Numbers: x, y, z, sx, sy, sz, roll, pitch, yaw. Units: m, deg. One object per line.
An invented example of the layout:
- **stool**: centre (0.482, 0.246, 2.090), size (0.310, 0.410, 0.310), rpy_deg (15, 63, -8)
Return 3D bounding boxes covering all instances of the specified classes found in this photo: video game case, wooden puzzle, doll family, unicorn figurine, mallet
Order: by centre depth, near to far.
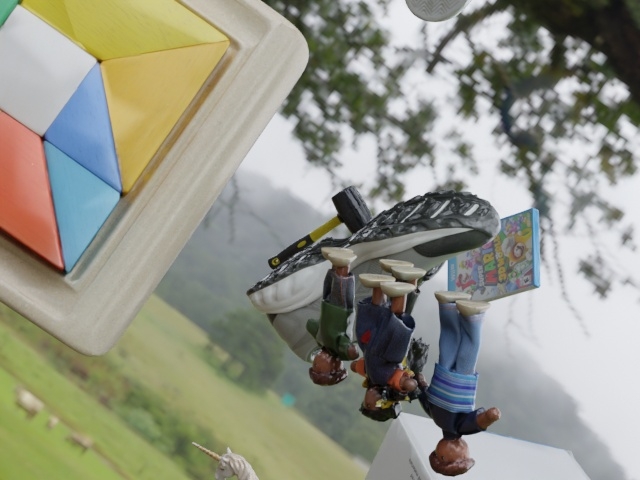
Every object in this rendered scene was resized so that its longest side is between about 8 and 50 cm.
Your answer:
- **wooden puzzle**: centre (-0.152, -0.088, 0.705), size (0.238, 0.221, 0.044), rpy_deg (36, -12, -12)
- **doll family**: centre (0.049, 0.076, 0.829), size (0.076, 0.111, 0.193), rpy_deg (4, 10, -18)
- **unicorn figurine**: centre (-0.078, 0.297, 1.388), size (0.162, 0.060, 0.111), rpy_deg (52, -33, 39)
- **mallet**: centre (0.000, 0.000, 1.764), size (0.062, 0.189, 0.039), rpy_deg (53, 38, 8)
- **video game case**: centre (0.249, 0.030, 1.900), size (0.015, 0.119, 0.166), rpy_deg (19, -27, -38)

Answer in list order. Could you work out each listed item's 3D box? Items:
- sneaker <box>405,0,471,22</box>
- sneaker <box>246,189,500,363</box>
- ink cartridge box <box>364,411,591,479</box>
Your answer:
- **sneaker**: centre (0.179, -0.386, 1.480), size (0.108, 0.292, 0.169), rpy_deg (16, 10, 21)
- **sneaker**: centre (0.059, 0.034, 1.217), size (0.271, 0.100, 0.108), rpy_deg (-26, -82, 36)
- **ink cartridge box**: centre (0.111, 0.289, 1.034), size (0.171, 0.233, 0.168), rpy_deg (14, 21, -22)
